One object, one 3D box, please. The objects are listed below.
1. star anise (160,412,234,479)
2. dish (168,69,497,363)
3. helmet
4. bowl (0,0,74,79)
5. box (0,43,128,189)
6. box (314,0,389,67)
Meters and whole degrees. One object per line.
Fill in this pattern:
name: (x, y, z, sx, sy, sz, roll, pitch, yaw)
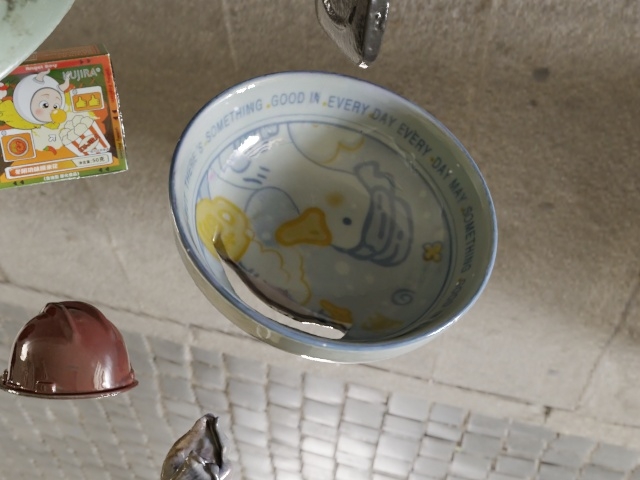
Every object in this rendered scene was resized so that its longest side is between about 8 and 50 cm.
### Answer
star anise: (-0.111, 0.296, 0.951, 0.092, 0.237, 0.229, -9, 154, -9)
dish: (0.000, 0.000, 0.807, 0.273, 0.273, 0.134, 19, 143, -4)
helmet: (-0.174, 0.070, 0.639, 0.111, 0.057, 0.089, 3, -173, 44)
bowl: (-0.391, -0.282, 1.000, 0.146, 0.289, 0.289, 44, 146, -1)
box: (-0.399, -0.186, 1.398, 0.194, 0.148, 0.178, -10, 109, -14)
box: (0.038, -0.361, 1.283, 0.042, 0.201, 0.213, -7, 125, -24)
